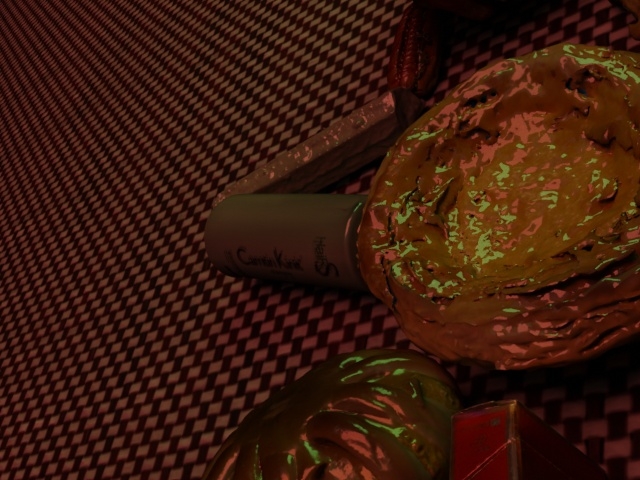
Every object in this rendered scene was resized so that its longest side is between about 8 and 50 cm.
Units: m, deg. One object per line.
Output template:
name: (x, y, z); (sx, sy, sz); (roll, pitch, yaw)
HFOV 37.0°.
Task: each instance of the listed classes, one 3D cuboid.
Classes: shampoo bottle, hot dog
shampoo bottle: (0.000, 0.000, 0.862); (0.262, 0.085, 0.085); (3, 61, 50)
hot dog: (0.098, -0.202, 0.978); (0.062, 0.038, 0.144); (-19, 45, 38)

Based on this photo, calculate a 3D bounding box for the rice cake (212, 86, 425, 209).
rice cake: (-0.008, -0.078, 0.976); (0.256, 0.052, 0.057); (-27, 13, 30)

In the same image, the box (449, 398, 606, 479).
box: (0.118, 0.190, 0.526); (0.048, 0.112, 0.175); (-26, 41, 33)

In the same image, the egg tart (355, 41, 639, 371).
egg tart: (0.155, -0.015, 0.686); (0.290, 0.107, 0.291); (-24, 43, 24)

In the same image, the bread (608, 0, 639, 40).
bread: (0.307, -0.250, 0.684); (0.262, 0.162, 0.204); (-50, 43, 27)

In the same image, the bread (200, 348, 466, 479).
bread: (0.003, 0.150, 0.666); (0.213, 0.105, 0.213); (-38, 10, 8)

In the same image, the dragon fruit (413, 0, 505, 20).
dragon fruit: (0.105, -0.344, 0.883); (0.296, 0.314, 0.263); (19, 99, 17)
